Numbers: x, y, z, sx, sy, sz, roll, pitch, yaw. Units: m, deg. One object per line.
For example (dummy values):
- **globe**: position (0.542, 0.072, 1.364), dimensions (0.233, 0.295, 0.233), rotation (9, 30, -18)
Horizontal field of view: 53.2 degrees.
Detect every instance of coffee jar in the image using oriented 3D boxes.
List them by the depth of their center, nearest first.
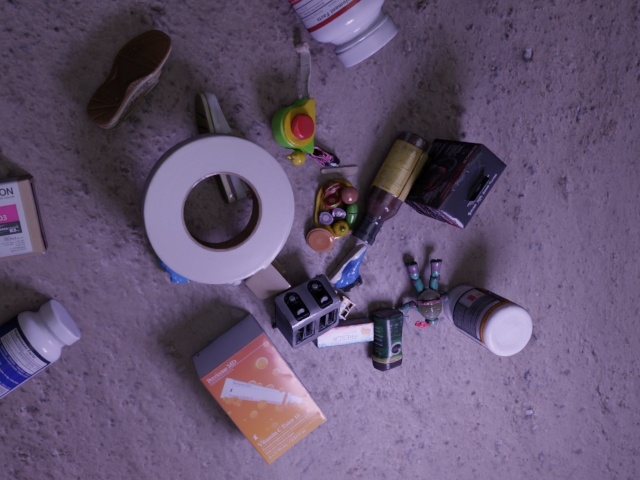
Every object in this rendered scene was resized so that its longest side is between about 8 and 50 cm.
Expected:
- **coffee jar**: position (0.207, 0.308, 1.979), dimensions (0.096, 0.079, 0.184), rotation (-10, 106, -40)

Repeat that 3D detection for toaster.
- **toaster**: position (-0.042, 0.207, 1.825), dimensions (0.168, 0.110, 0.186), rotation (-26, 150, -20)

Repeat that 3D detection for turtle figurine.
- **turtle figurine**: position (0.332, 0.180, 1.985), dimensions (0.175, 0.118, 0.234), rotation (-9, 99, -17)

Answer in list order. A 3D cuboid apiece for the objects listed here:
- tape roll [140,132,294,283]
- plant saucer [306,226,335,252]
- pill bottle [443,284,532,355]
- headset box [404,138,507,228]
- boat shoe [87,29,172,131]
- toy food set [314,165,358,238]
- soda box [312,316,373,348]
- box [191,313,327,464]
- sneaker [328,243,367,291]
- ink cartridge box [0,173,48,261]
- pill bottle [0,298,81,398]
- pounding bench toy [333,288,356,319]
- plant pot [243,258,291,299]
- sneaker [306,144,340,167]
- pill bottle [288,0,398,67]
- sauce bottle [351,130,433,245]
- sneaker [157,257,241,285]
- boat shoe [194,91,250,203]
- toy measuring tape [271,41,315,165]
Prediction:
- **tape roll**: position (-0.258, -0.078, 1.636), dimensions (0.392, 0.072, 0.392), rotation (-6, 106, -21)
- **plant saucer**: position (0.000, 0.000, 1.855), dimensions (0.083, 0.013, 0.083), rotation (5, 124, 8)
- **pill bottle**: position (0.503, 0.234, 1.962), dimensions (0.162, 0.278, 0.162), rotation (-4, 104, -18)
- **headset box**: position (0.374, -0.166, 1.822), dimensions (0.110, 0.293, 0.218), rotation (35, 88, -22)
- **boat shoe**: position (-0.473, -0.401, 1.600), dimensions (0.104, 0.089, 0.285), rotation (38, 85, 4)
- **toy food set**: position (0.056, -0.105, 1.845), dimensions (0.128, 0.071, 0.218), rotation (1, 101, -19)
- **soda box**: position (0.068, 0.279, 1.940), dimensions (0.183, 0.058, 0.063), rotation (-4, 103, -17)
- **box**: position (-0.174, 0.422, 1.829), dimensions (0.215, 0.168, 0.345), rotation (-37, 110, -8)
- **sneaker**: position (0.103, 0.087, 1.909), dimensions (0.084, 0.058, 0.152), rotation (40, 91, -16)
- **ink cartridge box**: position (-0.805, -0.044, 1.553), dimensions (0.234, 0.088, 0.193), rotation (-12, 106, -16)
- **pill bottle**: position (-0.752, 0.272, 1.605), dimensions (0.264, 0.153, 0.153), rotation (-35, 110, -9)
- **pounding bench toy**: position (0.050, 0.190, 1.918), dimensions (0.083, 0.052, 0.065), rotation (36, 89, -22)
- **plant pot**: position (-0.158, 0.101, 1.803), dimensions (0.096, 0.109, 0.109), rotation (-38, 112, 4)
- **sneaker**: position (0.008, -0.238, 1.808), dimensions (0.119, 0.057, 0.047), rotation (23, 92, -23)
- **pill bottle**: position (0.020, -0.661, 1.626), dimensions (0.229, 0.229, 0.408), rotation (-40, 112, -7)
- **sauce bottle**: position (0.200, -0.150, 1.864), dimensions (0.111, 0.111, 0.344), rotation (30, 91, -22)
- **sneaker**: position (-0.338, 0.077, 1.754), dimensions (0.240, 0.091, 0.126), rotation (36, 107, -23)
- **boat shoe**: position (-0.248, -0.253, 1.695), dimensions (0.103, 0.113, 0.302), rotation (-23, 115, -20)
- **toy measuring tape**: position (-0.076, -0.367, 1.721), dimensions (0.121, 0.121, 0.330), rotation (-3, 97, -18)
